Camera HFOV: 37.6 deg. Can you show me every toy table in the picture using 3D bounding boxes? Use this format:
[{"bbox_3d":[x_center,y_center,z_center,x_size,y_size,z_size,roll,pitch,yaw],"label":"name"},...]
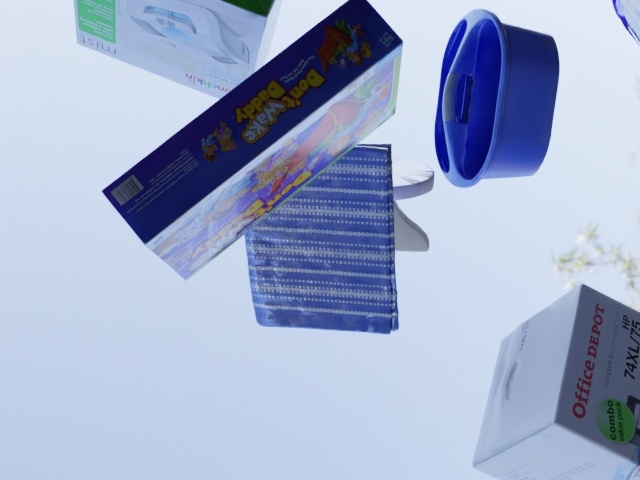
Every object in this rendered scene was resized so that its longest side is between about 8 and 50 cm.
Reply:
[{"bbox_3d":[0.069,-0.058,1.730,0.252,0.274,0.160,-49,-37,-58],"label":"toy table"}]

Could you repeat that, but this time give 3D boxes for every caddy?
[{"bbox_3d":[0.316,-0.269,1.812,0.179,0.241,0.341,2,-79,-22],"label":"caddy"}]

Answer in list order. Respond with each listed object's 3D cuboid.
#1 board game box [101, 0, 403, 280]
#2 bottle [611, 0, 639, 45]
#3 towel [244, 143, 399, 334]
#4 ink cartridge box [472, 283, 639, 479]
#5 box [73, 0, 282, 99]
[{"bbox_3d":[-0.064,-0.108,1.093,0.347,0.233,0.078,-39,-100,-5],"label":"board game box"},{"bbox_3d":[0.297,-0.181,0.755,0.118,0.092,0.282,37,-153,-25],"label":"bottle"},{"bbox_3d":[0.000,0.000,1.470,0.040,0.243,0.335,-68,-23,-59],"label":"towel"},{"bbox_3d":[0.364,0.222,1.158,0.270,0.197,0.198,26,-123,-8],"label":"ink cartridge box"},{"bbox_3d":[-0.189,-0.327,1.270,0.262,0.231,0.126,21,-115,-4],"label":"box"}]
